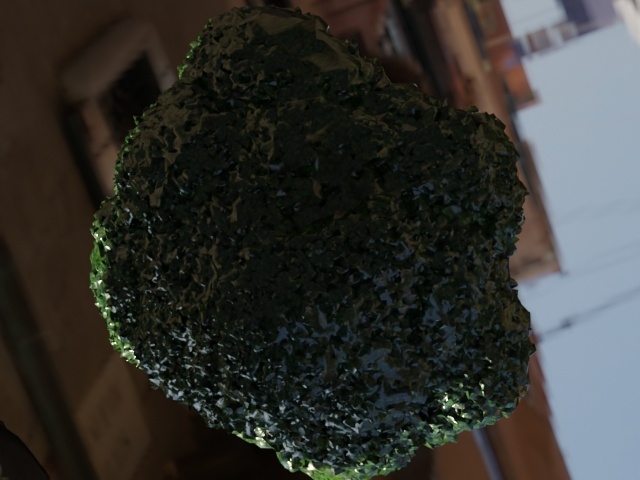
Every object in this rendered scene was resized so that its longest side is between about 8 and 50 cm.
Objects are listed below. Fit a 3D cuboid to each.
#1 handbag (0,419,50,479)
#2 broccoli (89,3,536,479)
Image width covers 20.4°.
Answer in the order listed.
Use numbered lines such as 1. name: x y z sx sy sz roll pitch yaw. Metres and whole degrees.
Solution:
1. handbag: -0.186 0.213 0.736 0.247 0.340 0.240 -3 -127 32
2. broccoli: 0.000 0.000 1.132 0.308 0.307 0.275 -12 -162 33
